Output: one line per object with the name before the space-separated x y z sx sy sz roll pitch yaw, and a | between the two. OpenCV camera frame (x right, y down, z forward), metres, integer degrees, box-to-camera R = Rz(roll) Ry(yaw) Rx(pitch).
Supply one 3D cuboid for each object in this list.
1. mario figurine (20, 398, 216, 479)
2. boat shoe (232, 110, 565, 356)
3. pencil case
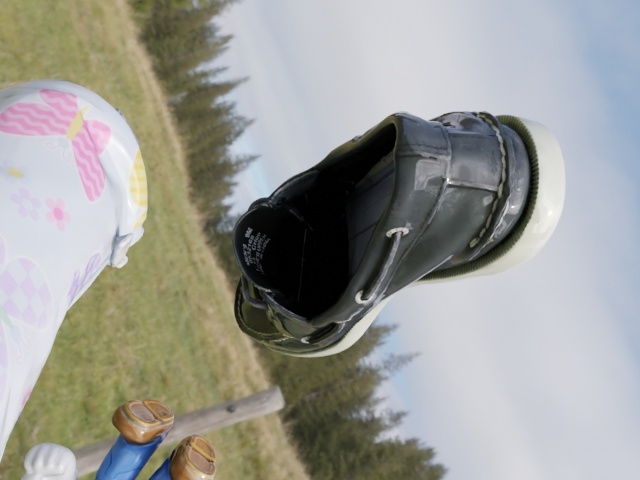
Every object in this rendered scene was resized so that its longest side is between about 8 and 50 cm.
mario figurine | -0.255 0.344 0.917 0.170 0.320 0.198 25 14 -46
boat shoe | 0.000 0.004 0.552 0.340 0.113 0.127 -22 -117 57
pencil case | -0.174 0.024 0.408 0.273 0.114 0.124 -77 144 -57
